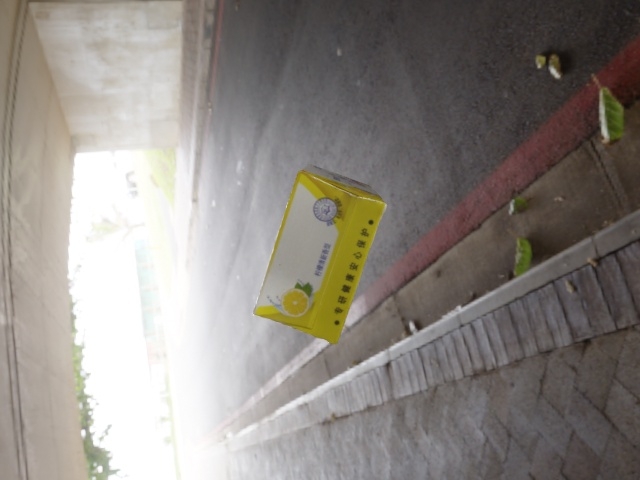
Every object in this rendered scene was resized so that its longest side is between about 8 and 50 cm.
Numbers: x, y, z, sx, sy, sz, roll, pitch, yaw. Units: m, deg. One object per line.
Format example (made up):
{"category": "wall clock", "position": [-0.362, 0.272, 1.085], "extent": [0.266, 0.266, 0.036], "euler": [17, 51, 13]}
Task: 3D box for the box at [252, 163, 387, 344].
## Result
{"category": "box", "position": [0.000, 0.000, 0.754], "extent": [0.265, 0.097, 0.168], "euler": [-84, 12, -80]}
